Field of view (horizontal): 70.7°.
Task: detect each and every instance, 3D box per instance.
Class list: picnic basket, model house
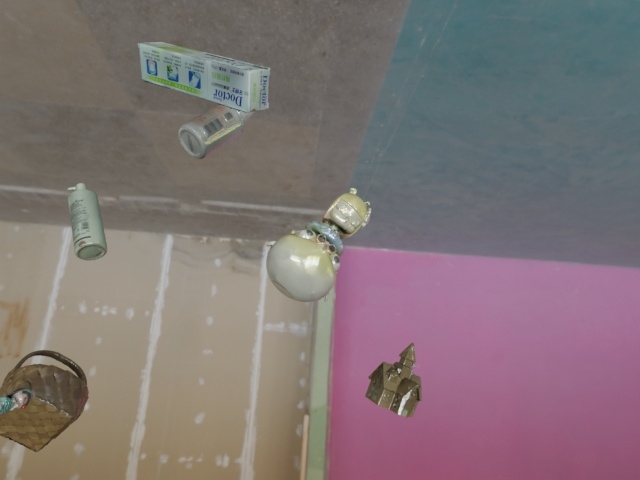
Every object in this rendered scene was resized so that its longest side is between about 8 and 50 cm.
[{"bbox_3d":[-1.008,0.551,1.672,0.293,0.338,0.337,41,147,-24],"label":"picnic basket"},{"bbox_3d":[0.300,0.490,1.626,0.180,0.248,0.176,25,170,-21],"label":"model house"}]

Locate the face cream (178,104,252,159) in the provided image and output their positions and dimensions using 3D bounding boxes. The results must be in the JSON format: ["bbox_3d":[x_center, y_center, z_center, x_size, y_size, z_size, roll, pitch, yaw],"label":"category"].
[{"bbox_3d":[-0.269,-0.325,1.252,0.101,0.252,0.101,25,139,24],"label":"face cream"}]

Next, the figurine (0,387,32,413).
[{"bbox_3d":[-0.794,0.418,1.157,0.047,0.060,0.106,17,-176,12],"label":"figurine"}]

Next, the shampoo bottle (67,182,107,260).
[{"bbox_3d":[-0.699,-0.068,1.346,0.085,0.263,0.085,-19,150,-11],"label":"shampoo bottle"}]

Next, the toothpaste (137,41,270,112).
[{"bbox_3d":[-0.250,-0.347,0.945,0.336,0.081,0.067,24,-146,28],"label":"toothpaste"}]

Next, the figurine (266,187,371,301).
[{"bbox_3d":[0.000,0.000,1.315,0.226,0.394,0.274,45,156,-10],"label":"figurine"}]
